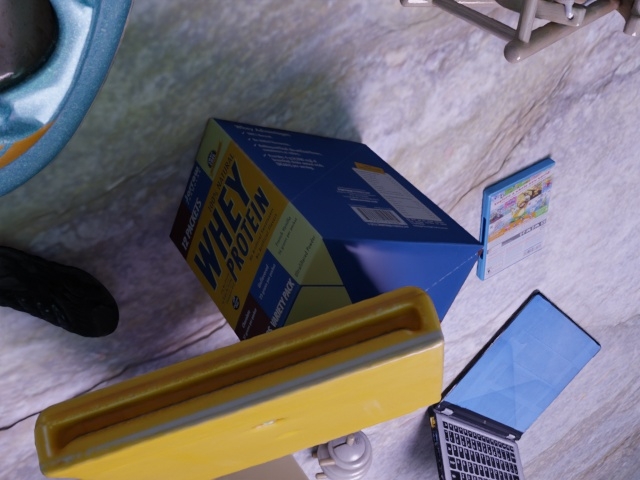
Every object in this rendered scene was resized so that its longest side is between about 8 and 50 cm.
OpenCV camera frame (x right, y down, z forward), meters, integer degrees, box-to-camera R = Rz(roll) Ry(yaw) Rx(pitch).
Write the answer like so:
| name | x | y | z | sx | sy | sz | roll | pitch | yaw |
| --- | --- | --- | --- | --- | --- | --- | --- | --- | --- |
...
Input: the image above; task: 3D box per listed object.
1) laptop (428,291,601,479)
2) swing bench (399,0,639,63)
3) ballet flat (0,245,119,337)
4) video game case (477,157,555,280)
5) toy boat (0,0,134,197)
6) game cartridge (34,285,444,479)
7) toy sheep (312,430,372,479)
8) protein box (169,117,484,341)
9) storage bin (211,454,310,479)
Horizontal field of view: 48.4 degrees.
| name | x | y | z | sx | sy | sz | roll | pitch | yaw |
| --- | --- | --- | --- | --- | --- | --- | --- | --- | --- |
| laptop | 0.386 | 0.364 | 1.271 | 0.236 | 0.408 | 0.382 | -22 | 147 | 29 |
| swing bench | 0.232 | -0.319 | 0.625 | 0.255 | 0.165 | 0.253 | -17 | 132 | -27 |
| ballet flat | -0.251 | 0.046 | 0.649 | 0.173 | 0.049 | 0.057 | 39 | 53 | -50 |
| video game case | 0.277 | -0.027 | 1.016 | 0.119 | 0.015 | 0.166 | -25 | 136 | -19 |
| toy boat | -0.268 | -0.126 | 0.403 | 0.318 | 0.148 | 0.267 | 17 | 112 | -45 |
| game cartridge | -0.034 | 0.144 | 0.617 | 0.285 | 0.052 | 0.323 | -19 | 160 | 2 |
| toy sheep | 0.035 | 0.318 | 1.060 | 0.091 | 0.091 | 0.132 | -25 | 154 | -20 |
| protein box | 0.000 | 0.000 | 0.677 | 0.200 | 0.201 | 0.136 | 3 | 122 | -39 |
| storage bin | -0.106 | 0.385 | 0.869 | 0.260 | 0.262 | 0.123 | 1 | 122 | -38 |
